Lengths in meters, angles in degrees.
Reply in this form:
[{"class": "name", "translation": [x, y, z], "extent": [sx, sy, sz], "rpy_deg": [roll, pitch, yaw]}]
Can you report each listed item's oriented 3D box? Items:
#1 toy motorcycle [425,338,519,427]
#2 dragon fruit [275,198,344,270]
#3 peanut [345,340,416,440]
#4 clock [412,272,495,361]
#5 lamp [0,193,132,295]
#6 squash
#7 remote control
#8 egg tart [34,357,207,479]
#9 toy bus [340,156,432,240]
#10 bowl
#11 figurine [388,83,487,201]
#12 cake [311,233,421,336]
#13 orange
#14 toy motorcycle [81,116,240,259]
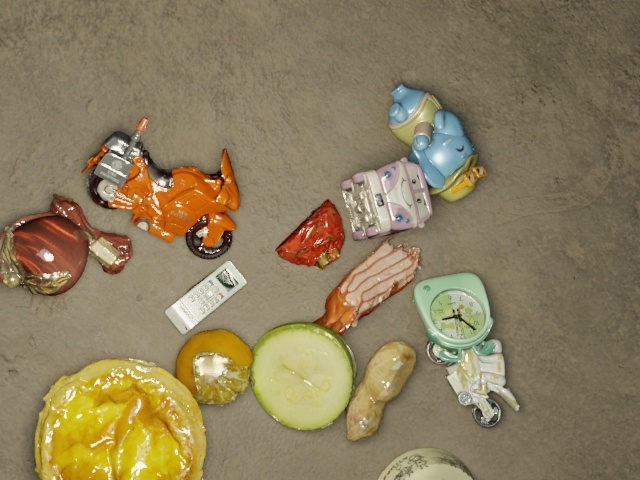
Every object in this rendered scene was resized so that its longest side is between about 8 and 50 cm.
[{"class": "toy motorcycle", "translation": [0.330, 0.273, 1.887], "extent": [0.151, 0.074, 0.228], "rpy_deg": [-36, 84, -6]}, {"class": "dragon fruit", "translation": [0.000, 0.000, 1.841], "extent": [0.162, 0.083, 0.106], "rpy_deg": [-44, 97, -13]}, {"class": "peanut", "translation": [0.115, 0.305, 1.826], "extent": [0.086, 0.104, 0.228], "rpy_deg": [34, 82, -13]}, {"class": "clock", "translation": [0.276, 0.162, 1.855], "extent": [0.148, 0.060, 0.188], "rpy_deg": [-8, 60, -8]}, {"class": "lamp", "translation": [-0.492, 0.024, 1.707], "extent": [0.215, 0.151, 0.223], "rpy_deg": [43, 77, -9]}, {"class": "squash", "translation": [-0.038, 0.268, 1.785], "extent": [0.219, 0.041, 0.219], "rpy_deg": [2, 97, 13]}, {"class": "remote control", "translation": [-0.231, 0.113, 1.812], "extent": [0.166, 0.029, 0.065], "rpy_deg": [-40, 92, -16]}, {"class": "egg tart", "translation": [-0.375, 0.389, 1.710], "extent": [0.341, 0.132, 0.341], "rpy_deg": [1, 86, -12]}, {"class": "toy bus", "translation": [0.132, -0.080, 1.809], "extent": [0.142, 0.202, 0.142], "rpy_deg": [-13, 88, -14]}, {"class": "bowl", "translation": [0.232, 0.547, 1.821], "extent": [0.238, 0.126, 0.237], "rpy_deg": [1, 86, -13]}, {"class": "figurine", "translation": [0.228, -0.196, 1.857], "extent": [0.154, 0.180, 0.262], "rpy_deg": [-40, 102, 8]}, {"class": "cake", "translation": [0.104, 0.092, 1.842], "extent": [0.098, 0.135, 0.287], "rpy_deg": [44, 70, 9]}, {"class": "orange", "translation": [-0.208, 0.248, 1.755], "extent": [0.157, 0.134, 0.156], "rpy_deg": [-1, 81, 6]}, {"class": "toy motorcycle", "translation": [-0.291, -0.111, 1.764], "extent": [0.326, 0.148, 0.221], "rpy_deg": [28, 104, -14]}]
